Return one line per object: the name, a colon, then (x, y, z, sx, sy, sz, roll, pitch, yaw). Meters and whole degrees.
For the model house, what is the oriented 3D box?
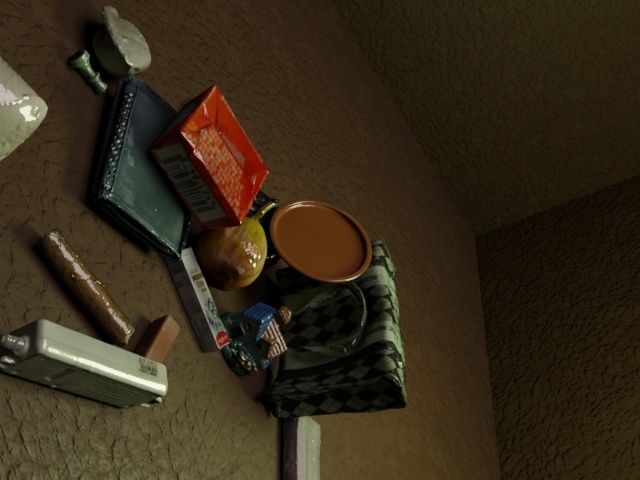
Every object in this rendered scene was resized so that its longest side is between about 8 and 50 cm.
model house: (-0.128, 0.199, 1.755, 0.148, 0.149, 0.119, 66, 23, 1)

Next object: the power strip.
power strip: (-0.370, 0.197, 1.280, 0.338, 0.098, 0.058, 36, 38, -52)

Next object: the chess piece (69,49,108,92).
chess piece: (-0.460, -0.333, 1.641, 0.093, 0.042, 0.042, 58, 24, -36)

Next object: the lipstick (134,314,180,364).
lipstick: (-0.304, 0.199, 1.494, 0.045, 0.045, 0.145, 56, 26, -21)

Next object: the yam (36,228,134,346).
yam: (-0.394, 0.082, 1.390, 0.241, 0.057, 0.057, 59, 24, -21)

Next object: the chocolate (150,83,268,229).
chocolate: (-0.228, -0.169, 1.715, 0.237, 0.108, 0.235, 57, 28, -26)

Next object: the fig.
fig: (-0.165, -0.007, 1.786, 0.159, 0.159, 0.257, 58, 46, -23)

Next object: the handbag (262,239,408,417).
handbag: (0.027, 0.211, 1.889, 0.416, 0.317, 0.180, -91, 164, -46)

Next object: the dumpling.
dumpling: (-0.425, -0.415, 1.717, 0.150, 0.092, 0.176, 59, 25, -24)

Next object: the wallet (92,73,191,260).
wallet: (-0.347, -0.145, 1.660, 0.237, 0.075, 0.342, 41, 37, -40)

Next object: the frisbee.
frisbee: (0.000, 0.000, 1.887, 0.251, 0.021, 0.250, 14, 45, -15)

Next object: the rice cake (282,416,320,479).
rice cake: (-0.040, 0.511, 1.795, 0.106, 0.050, 0.298, 46, 31, -41)

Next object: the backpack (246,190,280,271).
backpack: (-0.174, -0.055, 1.931, 0.258, 0.133, 0.206, 42, 30, -34)

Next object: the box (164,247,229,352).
box: (-0.253, 0.123, 1.685, 0.218, 0.040, 0.055, 67, 21, -2)

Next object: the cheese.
cheese: (-0.527, -0.199, 1.187, 0.189, 0.198, 0.154, 51, -11, -3)
